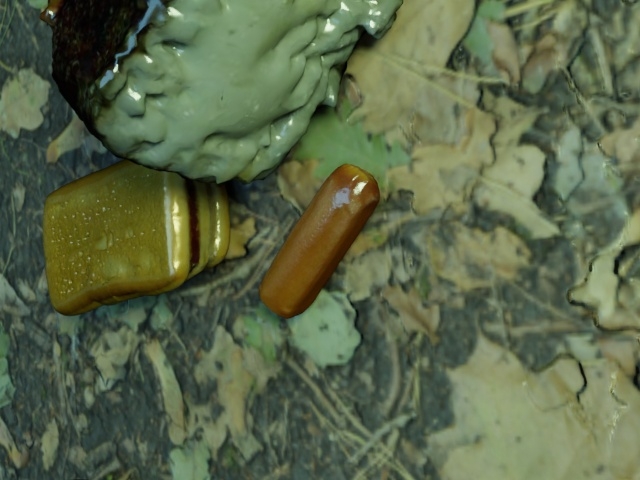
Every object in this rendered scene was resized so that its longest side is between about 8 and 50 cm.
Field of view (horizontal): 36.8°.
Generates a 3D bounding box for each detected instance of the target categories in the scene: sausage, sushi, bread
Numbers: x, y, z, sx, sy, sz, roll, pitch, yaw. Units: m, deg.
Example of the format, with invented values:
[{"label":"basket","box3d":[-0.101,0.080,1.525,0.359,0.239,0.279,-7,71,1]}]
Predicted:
[{"label":"sausage","box3d":[0.000,0.000,0.692,0.039,0.041,0.131,49,122,24]},{"label":"sushi","box3d":[-0.057,-0.186,0.650,0.343,0.196,0.182,-57,40,23]},{"label":"bread","box3d":[-0.159,-0.006,0.808,0.200,0.077,0.116,-15,85,43]}]

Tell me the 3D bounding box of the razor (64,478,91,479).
[{"label":"razor","box3d":[-0.198,0.386,0.853,0.189,0.107,0.327,20,108,38]}]
